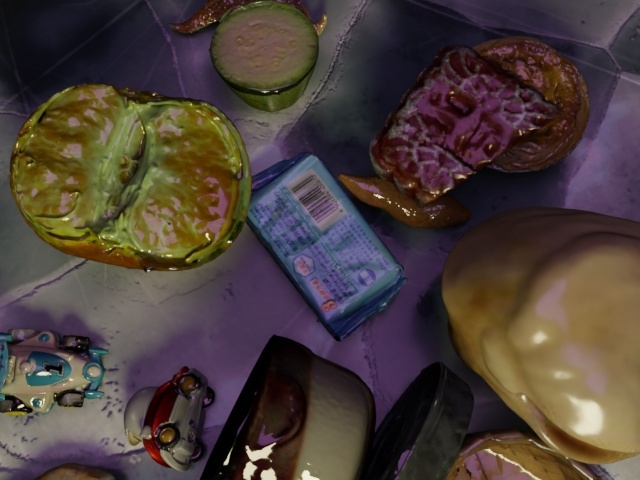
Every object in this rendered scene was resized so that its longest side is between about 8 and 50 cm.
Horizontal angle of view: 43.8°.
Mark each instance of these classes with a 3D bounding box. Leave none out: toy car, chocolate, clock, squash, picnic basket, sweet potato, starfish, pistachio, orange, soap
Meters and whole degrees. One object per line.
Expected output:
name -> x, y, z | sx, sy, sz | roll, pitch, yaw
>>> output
toy car -> -0.222, 0.248, 1.131 | 0.112, 0.112, 0.139 | 6, 65, 18
chocolate -> -0.036, 0.275, 1.042 | 0.186, 0.283, 0.283 | 27, 77, -2
clock -> 0.103, 0.287, 1.027 | 0.055, 0.280, 0.280 | 32, 77, 2
squash -> -0.084, -0.283, 1.254 | 0.170, 0.123, 0.170 | 0, 75, 1
picnic basket -> 0.232, 0.400, 0.975 | 0.293, 0.337, 0.337 | 28, 77, 7
sweet potato -> 0.127, -0.058, 1.220 | 0.218, 0.051, 0.065 | 15, 96, -10
starfish -> -0.125, -0.453, 1.332 | 0.302, 0.060, 0.299 | -19, 78, -4
pistachio -> 0.371, 0.117, 1.060 | 0.446, 0.281, 0.365 | 16, 56, -2
orange -> -0.265, -0.090, 1.168 | 0.335, 0.196, 0.262 | 5, 90, 6
toy car -> -0.397, 0.188, 1.142 | 0.162, 0.098, 0.126 | 2, 77, 2
soap -> 0.000, 0.000, 1.202 | 0.156, 0.077, 0.293 | -34, 77, -7

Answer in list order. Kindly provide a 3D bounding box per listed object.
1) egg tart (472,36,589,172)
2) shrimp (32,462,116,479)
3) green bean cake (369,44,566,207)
egg tart -> 0.303, -0.208, 1.250 | 0.234, 0.094, 0.234 | 0, 73, 1
shrimp -> -0.346, 0.525, 1.056 | 0.221, 0.110, 0.445 | -5, 72, 4
green bean cake -> 0.198, -0.152, 1.146 | 0.198, 0.097, 0.232 | 41, 89, 12
